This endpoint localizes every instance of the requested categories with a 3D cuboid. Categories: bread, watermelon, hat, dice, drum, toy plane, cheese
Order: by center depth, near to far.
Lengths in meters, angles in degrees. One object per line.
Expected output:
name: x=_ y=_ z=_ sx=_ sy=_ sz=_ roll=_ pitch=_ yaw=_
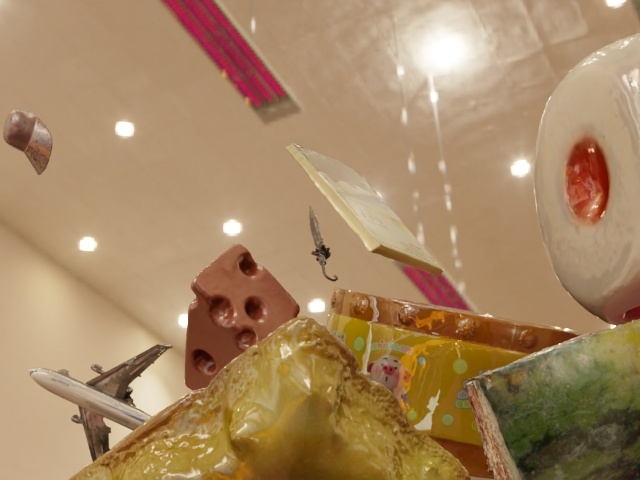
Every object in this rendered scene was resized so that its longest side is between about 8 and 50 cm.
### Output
bread: x=-0.043 y=0.160 z=0.643 sx=0.233 sy=0.088 sz=0.161 roll=-36 pitch=-77 yaw=29
watermelon: x=0.231 y=0.190 z=1.037 sx=0.213 sy=0.201 sz=0.261 roll=-20 pitch=-74 yaw=-19
hat: x=-0.353 y=-0.119 z=1.317 sx=0.042 sy=0.087 sz=0.058 roll=-4 pitch=-27 yaw=-38
toy plane: x=-0.261 y=0.210 z=1.381 sx=0.226 sy=0.058 sz=0.226 roll=27 pitch=-73 yaw=12
dice: x=0.465 y=-0.074 z=1.405 sx=0.304 sy=0.304 sz=0.277 roll=0 pitch=-27 yaw=-20
cheese: x=-0.084 y=0.138 z=1.560 sx=0.177 sy=0.128 sz=0.203 roll=24 pitch=-52 yaw=20
drum: x=0.201 y=0.207 z=1.633 sx=0.431 sy=0.214 sz=0.431 roll=9 pitch=-2 yaw=0

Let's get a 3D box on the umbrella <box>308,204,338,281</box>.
umbrella: x=-0.004 y=-0.001 z=1.245 sx=0.022 sy=0.149 sz=0.022 roll=20 pitch=-62 yaw=-27

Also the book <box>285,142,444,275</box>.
book: x=0.074 y=-0.054 z=1.876 sx=0.026 sy=0.289 sz=0.201 roll=-51 pitch=-38 yaw=15
